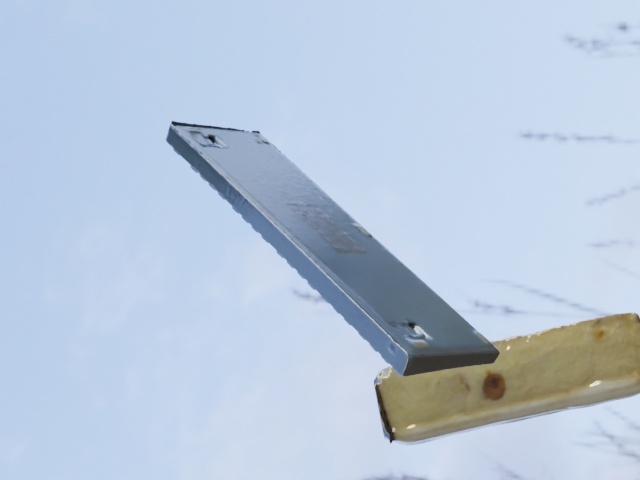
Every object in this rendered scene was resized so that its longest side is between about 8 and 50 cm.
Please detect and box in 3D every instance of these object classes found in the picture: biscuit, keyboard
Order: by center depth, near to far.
[{"bbox_3d":[0.001,-0.001,0.594,0.055,0.176,0.014,-2,-55,-43],"label":"keyboard"},{"bbox_3d":[0.131,0.096,0.956,0.052,0.188,0.056,70,-174,-72],"label":"biscuit"}]
